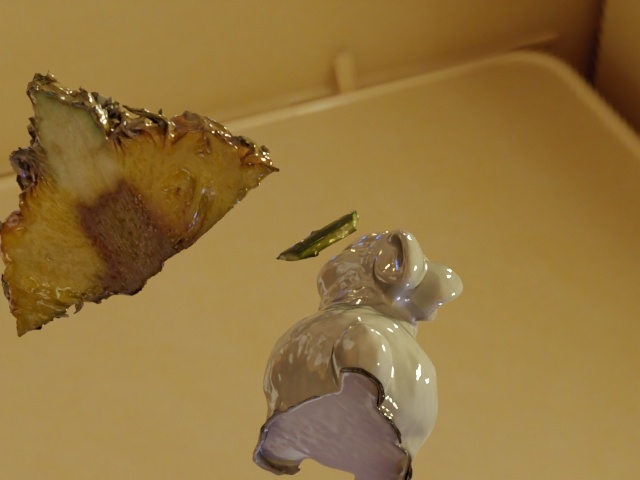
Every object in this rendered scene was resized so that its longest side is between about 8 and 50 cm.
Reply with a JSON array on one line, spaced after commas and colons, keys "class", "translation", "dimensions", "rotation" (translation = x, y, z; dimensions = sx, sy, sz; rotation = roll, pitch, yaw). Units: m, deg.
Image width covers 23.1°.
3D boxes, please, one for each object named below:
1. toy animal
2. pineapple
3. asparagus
[{"class": "toy animal", "translation": [0.052, 0.108, 1.750], "dimensions": [0.258, 0.194, 0.357], "rotation": [-53, -167, 41]}, {"class": "pineapple", "translation": [-0.163, -0.059, 1.170], "dimensions": [0.164, 0.249, 0.140], "rotation": [45, 25, -13]}, {"class": "asparagus", "translation": [-0.001, -0.001, 1.754], "dimensions": [0.021, 0.108, 0.025], "rotation": [43, -22, 53]}]
